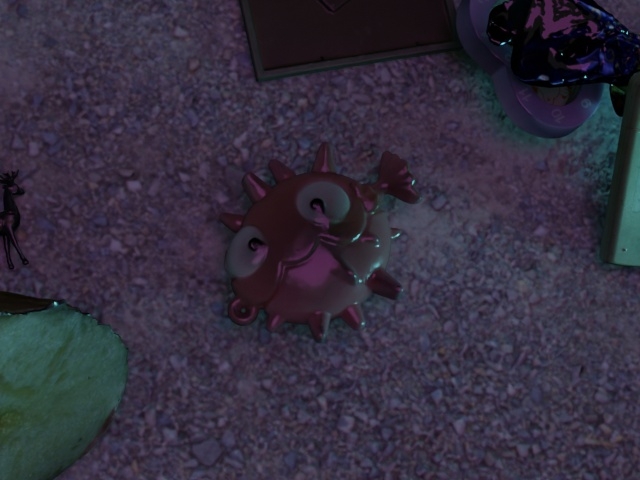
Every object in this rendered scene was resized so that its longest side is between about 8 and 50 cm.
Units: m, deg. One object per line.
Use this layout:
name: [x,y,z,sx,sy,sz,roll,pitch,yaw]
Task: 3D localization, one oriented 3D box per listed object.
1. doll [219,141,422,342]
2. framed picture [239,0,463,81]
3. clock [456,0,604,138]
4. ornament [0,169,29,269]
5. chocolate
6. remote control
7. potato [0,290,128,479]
doll: [0.000,0.000,1.852,0.262,0.093,0.211,-34,79,-13]
framed picture: [0.027,-0.287,1.965,0.250,0.016,0.184,-11,79,-13]
clock: [0.246,-0.213,1.960,0.172,0.064,0.198,-29,84,-35]
ornament: [-0.352,-0.030,1.830,0.073,0.028,0.125,-4,80,-12]
chocolate: [0.338,-0.210,1.903,0.343,0.126,0.148,1,110,-27]
remote control: [0.373,-0.080,1.899,0.098,0.038,0.233,-3,116,-16]
potato: [-0.432,0.114,1.684,0.397,0.290,0.296,-32,55,-34]
